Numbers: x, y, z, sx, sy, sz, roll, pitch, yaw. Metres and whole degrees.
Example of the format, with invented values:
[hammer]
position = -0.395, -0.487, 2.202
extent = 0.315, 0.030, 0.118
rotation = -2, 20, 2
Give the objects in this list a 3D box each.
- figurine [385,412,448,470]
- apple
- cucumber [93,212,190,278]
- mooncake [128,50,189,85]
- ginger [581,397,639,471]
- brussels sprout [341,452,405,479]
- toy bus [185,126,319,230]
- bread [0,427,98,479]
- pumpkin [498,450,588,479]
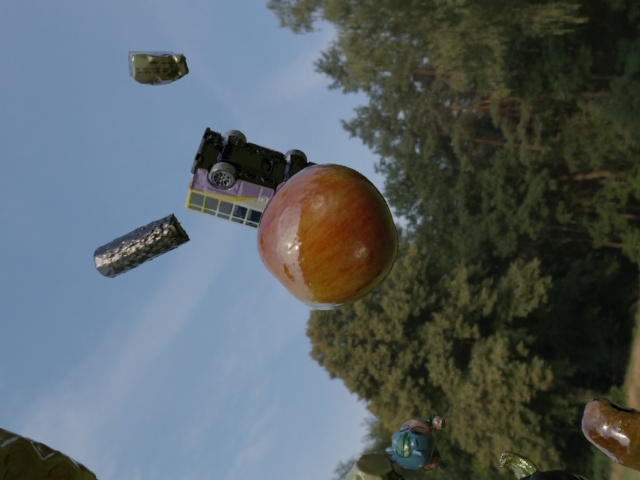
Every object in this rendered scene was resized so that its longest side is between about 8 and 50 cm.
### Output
[figurine]
position = 0.244, 0.486, 1.495
extent = 0.178, 0.114, 0.144
rotation = 41, -114, -40
[apple]
position = 0.000, 0.000, 1.235
extent = 0.301, 0.302, 0.301
rotation = -28, -57, -56
[cucumber]
position = -0.394, 0.014, 1.354
extent = 0.078, 0.211, 0.062
rotation = 64, -161, -9
[mooncake]
position = -0.364, -0.386, 1.388
extent = 0.125, 0.130, 0.073
rotation = -6, -66, -19
[ginger]
position = 0.787, 0.462, 1.454
extent = 0.165, 0.322, 0.172
rotation = 13, -104, -69
[brussels sprout]
position = 0.133, 0.636, 1.458
extent = 0.244, 0.244, 0.244
rotation = -28, -57, -56
[toy bus]
position = -0.189, -0.161, 1.978
extent = 0.209, 0.440, 0.249
rotation = -83, 13, -44
[bread]
position = -0.494, 0.402, 1.017
extent = 0.152, 0.130, 0.268
rotation = -44, -53, 9
[pumpkin]
position = 0.526, 0.629, 1.462
extent = 0.296, 0.296, 0.295
rotation = -28, -57, -56
